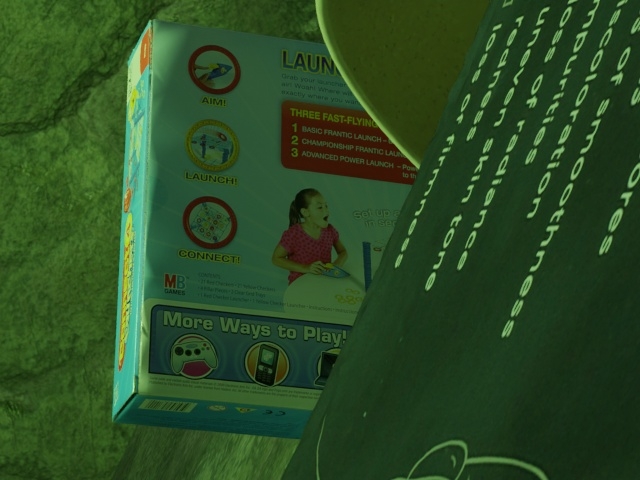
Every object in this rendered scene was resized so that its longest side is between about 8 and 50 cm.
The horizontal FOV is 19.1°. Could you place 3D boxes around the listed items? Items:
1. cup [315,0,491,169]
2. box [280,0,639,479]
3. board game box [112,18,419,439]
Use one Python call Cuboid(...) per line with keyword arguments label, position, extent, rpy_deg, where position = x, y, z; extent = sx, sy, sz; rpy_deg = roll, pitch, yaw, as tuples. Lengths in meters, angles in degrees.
Cuboid(label="cup", position=(0.197, -0.138, 1.131), extent=(0.237, 0.331, 0.331), rpy_deg=(-52, 7, -16))
Cuboid(label="box", position=(0.168, 0.127, 0.615), extent=(0.480, 0.297, 0.472), rpy_deg=(-66, 9, -6))
Cuboid(label="board game box", position=(0.000, 0.000, 1.482), extent=(0.086, 0.308, 0.302), rpy_deg=(132, 142, -63))
